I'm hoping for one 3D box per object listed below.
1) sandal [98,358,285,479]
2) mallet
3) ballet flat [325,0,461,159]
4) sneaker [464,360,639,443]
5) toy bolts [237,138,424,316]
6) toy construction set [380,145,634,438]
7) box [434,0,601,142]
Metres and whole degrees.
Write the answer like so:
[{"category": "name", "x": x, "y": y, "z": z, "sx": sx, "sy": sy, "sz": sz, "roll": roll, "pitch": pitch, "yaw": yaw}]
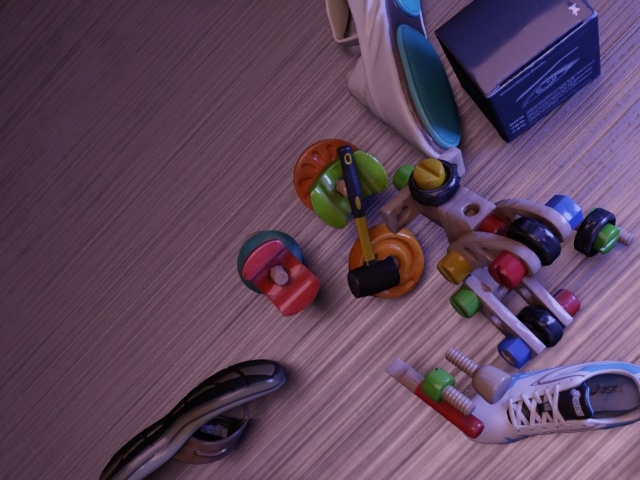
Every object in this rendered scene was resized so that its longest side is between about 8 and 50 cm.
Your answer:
[{"category": "sandal", "x": -0.164, "y": 0.259, "z": 1.175, "sx": 0.303, "sy": 0.120, "sz": 0.086, "roll": -38, "pitch": 99, "yaw": 10}, {"category": "mallet", "x": 0.041, "y": -0.019, "z": 1.074, "sx": 0.062, "sy": 0.039, "sz": 0.189, "roll": -25, "pitch": 106, "yaw": -15}, {"category": "ballet flat", "x": 0.083, "y": -0.268, "z": 1.182, "sx": 0.139, "sy": 0.139, "sz": 0.400, "roll": -17, "pitch": 71, "yaw": 14}, {"category": "sneaker", "x": 0.277, "y": 0.192, "z": 1.044, "sx": 0.237, "sy": 0.086, "sz": 0.085, "roll": -15, "pitch": 77, "yaw": 16}, {"category": "toy bolts", "x": 0.000, "y": 0.000, "z": 1.171, "sx": 0.228, "sy": 0.158, "sz": 0.218, "roll": -39, "pitch": 111, "yaw": -3}, {"category": "toy construction set", "x": 0.166, "y": 0.040, "z": 1.043, "sx": 0.237, "sy": 0.257, "sz": 0.308, "roll": 34, "pitch": 97, "yaw": 32}, {"category": "box", "x": 0.245, "y": -0.226, "z": 1.065, "sx": 0.153, "sy": 0.207, "sz": 0.108, "roll": -37, "pitch": 71, "yaw": 8}]
